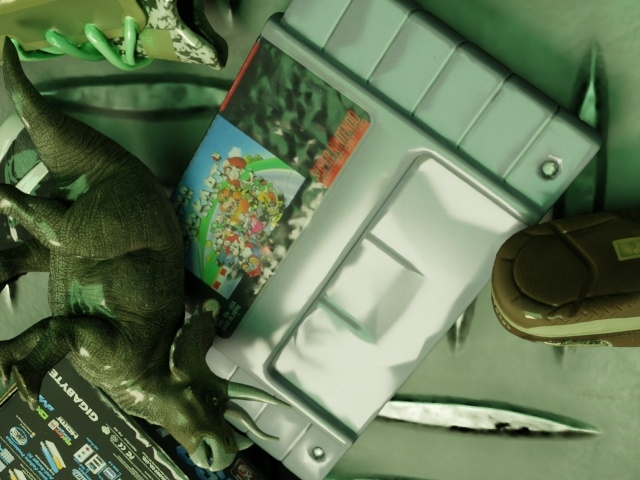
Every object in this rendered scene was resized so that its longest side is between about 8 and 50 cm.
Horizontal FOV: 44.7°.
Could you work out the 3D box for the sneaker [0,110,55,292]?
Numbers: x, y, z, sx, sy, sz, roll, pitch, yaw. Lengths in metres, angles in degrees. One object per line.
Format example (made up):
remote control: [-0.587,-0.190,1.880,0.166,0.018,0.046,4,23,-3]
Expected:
sneaker: [-0.242,0.009,0.653,0.121,0.079,0.217,35,115,7]

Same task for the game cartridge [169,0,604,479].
game cartridge: [0.000,0.000,0.577,0.230,0.068,0.355,35,116,1]

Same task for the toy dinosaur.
toy dinosaur: [-0.155,0.019,0.548,0.121,0.160,0.314,-20,87,58]

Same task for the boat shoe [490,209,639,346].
boat shoe: [0.237,0.021,0.492,0.257,0.095,0.095,-3,63,8]

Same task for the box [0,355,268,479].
box: [-0.184,0.251,0.683,0.295,0.073,0.293,47,121,-2]

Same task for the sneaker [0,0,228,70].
sneaker: [-0.150,-0.170,0.526,0.410,0.158,0.182,-32,101,28]
